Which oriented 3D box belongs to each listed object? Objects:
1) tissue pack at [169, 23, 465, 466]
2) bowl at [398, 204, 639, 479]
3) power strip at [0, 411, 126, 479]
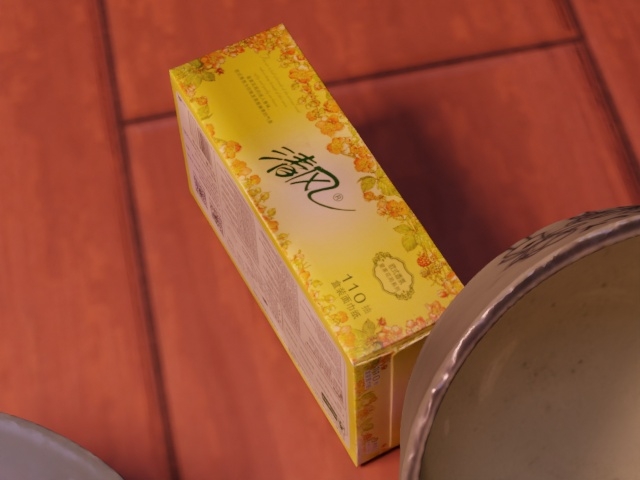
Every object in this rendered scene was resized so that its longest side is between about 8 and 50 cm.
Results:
[{"bbox_3d":[0.000,0.000,0.691,0.062,0.095,0.176,-25,58,-15],"label":"tissue pack"},{"bbox_3d":[0.120,0.075,0.594,0.211,0.211,0.112,-15,18,-7],"label":"bowl"},{"bbox_3d":[-0.125,0.187,0.576,0.167,0.054,0.253,12,58,-4],"label":"power strip"}]
